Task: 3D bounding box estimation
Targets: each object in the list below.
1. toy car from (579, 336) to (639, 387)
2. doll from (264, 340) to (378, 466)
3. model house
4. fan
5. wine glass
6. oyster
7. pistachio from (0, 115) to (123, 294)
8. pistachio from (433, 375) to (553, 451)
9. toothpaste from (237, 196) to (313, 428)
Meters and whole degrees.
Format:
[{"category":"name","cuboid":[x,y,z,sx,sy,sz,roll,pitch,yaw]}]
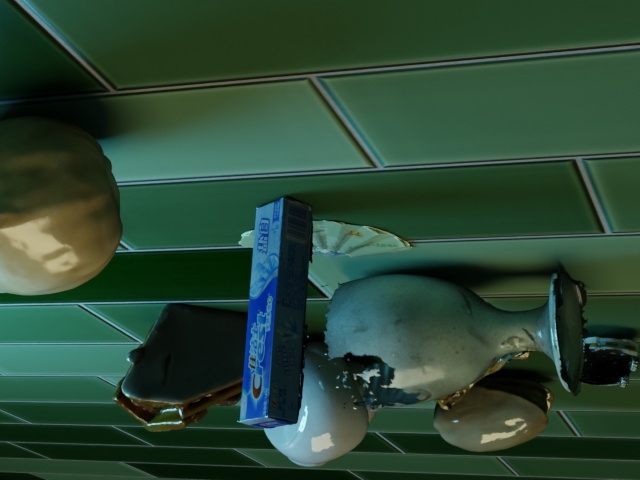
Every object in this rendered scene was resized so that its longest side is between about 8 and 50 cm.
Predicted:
[{"category":"toy car","cuboid":[0.440,0.189,1.939,0.095,0.056,0.205,4,163,7]},{"category":"doll","cuboid":[0.017,0.276,2.119,0.221,0.221,0.251,17,-177,-27]},{"category":"model house","cuboid":[-0.209,0.221,2.040,0.219,0.200,0.229,18,155,3]},{"category":"fan","cuboid":[0.000,0.000,1.639,0.240,0.009,0.131,1,157,14]},{"category":"wine glass","cuboid":[0.178,0.131,1.694,0.356,0.191,0.190,-7,156,20]},{"category":"oyster","cuboid":[0.246,0.199,2.012,0.166,0.094,0.294,-1,158,-40]},{"category":"pistachio","cuboid":[-0.341,-0.033,1.368,0.318,0.194,0.214,-8,-170,37]},{"category":"pistachio","cuboid":[0.299,0.301,2.181,0.215,0.144,0.144,-18,150,28]},{"category":"toothpaste","cuboid":[-0.054,0.086,1.505,0.053,0.272,0.066,17,158,-37]}]
